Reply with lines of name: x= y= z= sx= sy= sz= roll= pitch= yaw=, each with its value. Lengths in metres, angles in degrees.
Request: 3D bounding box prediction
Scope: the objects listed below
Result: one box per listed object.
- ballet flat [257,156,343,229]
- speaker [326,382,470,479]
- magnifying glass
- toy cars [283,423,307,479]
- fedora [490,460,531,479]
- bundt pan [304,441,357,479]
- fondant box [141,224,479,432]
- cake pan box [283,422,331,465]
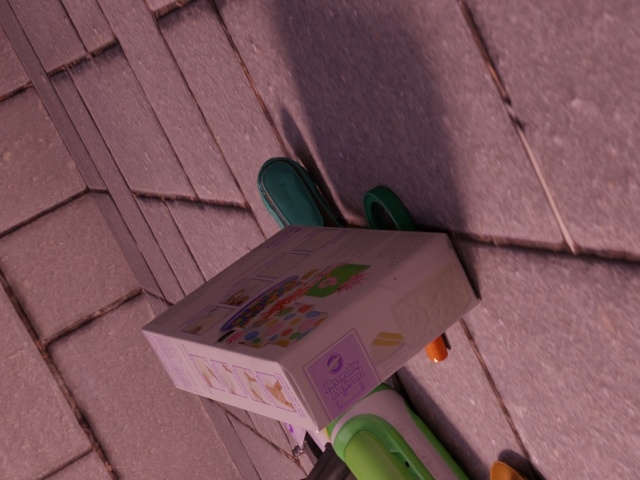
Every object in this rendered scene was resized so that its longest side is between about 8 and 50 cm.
ballet flat: x=0.000 y=0.000 z=1.658 sx=0.247 sy=0.083 sz=0.087 roll=61 pitch=-171 yaw=-3
speaker: x=0.131 y=0.331 z=1.723 sx=0.296 sy=0.131 sz=0.131 roll=51 pitch=162 yaw=32
magnifying glass: x=0.102 y=0.041 z=1.475 sx=0.092 sy=0.026 sz=0.231 roll=32 pitch=149 yaw=60
toy cars: x=-0.005 y=0.413 z=2.392 sx=0.176 sy=0.087 sz=0.393 roll=-120 pitch=14 yaw=-51
fedora: x=0.235 y=0.357 z=1.520 sx=0.194 sy=0.079 sz=0.194 roll=54 pitch=164 yaw=23
bundt pan: x=0.093 y=0.458 z=1.916 sx=0.331 sy=0.124 sz=0.331 roll=36 pitch=154 yaw=20
fondant box: x=-0.021 y=0.084 z=1.421 sx=0.330 sy=0.238 sz=0.096 roll=3 pitch=124 yaw=59
cake pan box: x=0.033 y=0.326 z=2.093 sx=0.245 sy=0.070 sz=0.267 roll=54 pitch=160 yaw=19
